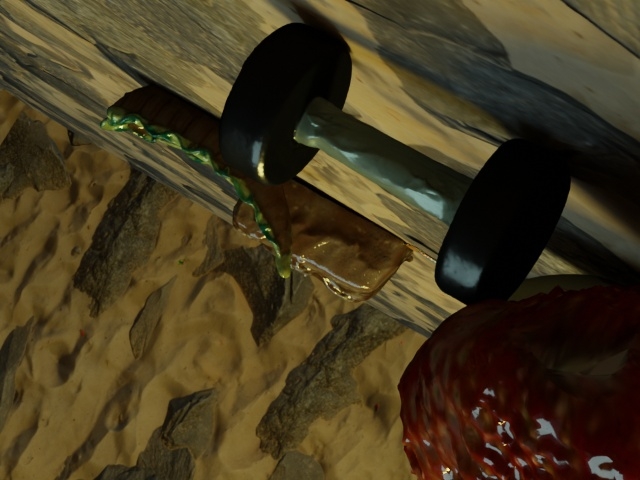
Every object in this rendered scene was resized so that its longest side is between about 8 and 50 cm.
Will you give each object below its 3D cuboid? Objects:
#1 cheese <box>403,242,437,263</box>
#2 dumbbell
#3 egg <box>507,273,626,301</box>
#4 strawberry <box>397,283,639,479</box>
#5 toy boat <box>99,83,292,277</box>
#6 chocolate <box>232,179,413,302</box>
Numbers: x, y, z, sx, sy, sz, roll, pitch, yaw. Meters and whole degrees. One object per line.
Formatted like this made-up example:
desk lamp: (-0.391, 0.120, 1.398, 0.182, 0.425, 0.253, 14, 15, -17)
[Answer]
cheese: (0.141, 0.031, 1.753, 0.111, 0.017, 0.047, 32, 173, -9)
dumbbell: (0.041, -0.044, 0.918, 0.191, 0.100, 0.100, 31, 176, 19)
egg: (0.195, 0.135, 1.161, 0.269, 0.219, 0.219, 19, 169, 45)
strawberry: (0.181, 0.134, 0.857, 0.312, 0.267, 0.351, 7, 158, 27)
toy boat: (-0.115, -0.081, 1.751, 0.293, 0.099, 0.108, 38, 180, 20)
chocolate: (0.000, 0.000, 1.887, 0.214, 0.093, 0.148, 31, 178, 3)
